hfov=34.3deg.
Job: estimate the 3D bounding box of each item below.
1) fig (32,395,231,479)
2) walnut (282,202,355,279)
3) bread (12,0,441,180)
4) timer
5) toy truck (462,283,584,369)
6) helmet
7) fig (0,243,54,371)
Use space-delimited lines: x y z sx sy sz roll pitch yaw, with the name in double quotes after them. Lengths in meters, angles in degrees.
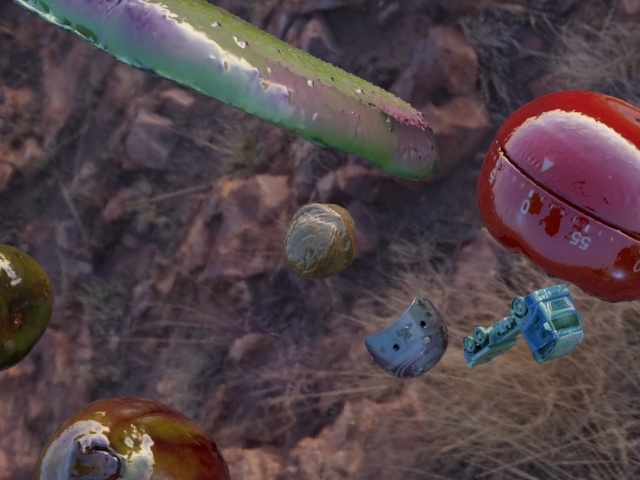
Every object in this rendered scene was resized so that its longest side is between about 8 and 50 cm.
-0.216 0.289 1.191 0.223 0.263 0.224 -21 31 13 "fig"
0.000 0.000 1.439 0.124 0.105 0.105 -46 47 52 "walnut"
-0.044 -0.089 0.480 0.228 0.228 0.034 37 104 40 "bread"
0.448 -0.077 1.677 0.378 0.377 0.279 44 118 39 "timer"
0.240 0.123 1.255 0.175 0.067 0.081 -47 60 49 "toy truck"
0.174 0.194 1.898 0.153 0.177 0.107 -42 61 -4 "helmet"
-0.365 0.054 1.046 0.184 0.127 0.133 22 67 11 "fig"
